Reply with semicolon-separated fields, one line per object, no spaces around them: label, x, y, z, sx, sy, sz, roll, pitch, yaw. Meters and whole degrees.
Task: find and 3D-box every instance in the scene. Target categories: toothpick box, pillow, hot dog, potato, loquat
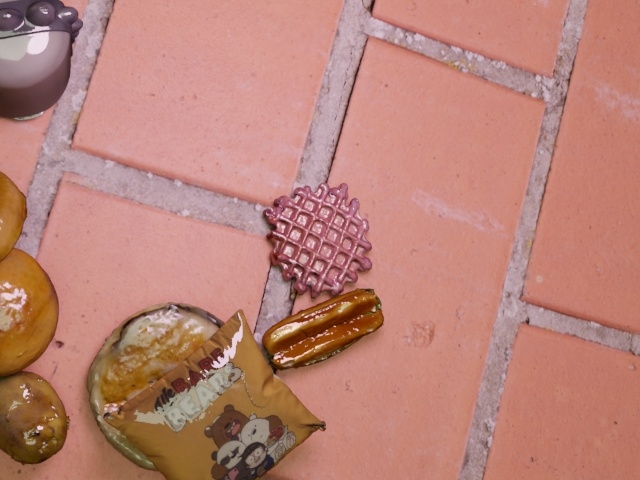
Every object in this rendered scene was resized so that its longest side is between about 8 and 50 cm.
toothpick box;-0.532;-0.347;1.571;0.228;0.316;0.229;2;85;-17
pillow;-0.183;0.334;1.650;0.310;0.119;0.312;-39;108;-13
hot dog;0.009;0.181;1.809;0.268;0.072;0.115;-19;90;-18
potato;-0.532;0.321;1.621;0.137;0.137;0.176;-23;73;-16
loquat;-0.575;0.127;1.583;0.238;0.193;0.238;5;66;-11

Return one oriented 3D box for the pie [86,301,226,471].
pie;-0.278;0.284;1.719;0.338;0.077;0.339;-1;92;-19

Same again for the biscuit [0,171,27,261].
biscuit;-0.646;-0.015;1.527;0.296;0.296;0.102;-42;135;-15

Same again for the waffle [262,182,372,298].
waffle;0.000;0.000;1.830;0.221;0.055;0.234;-17;91;-16
